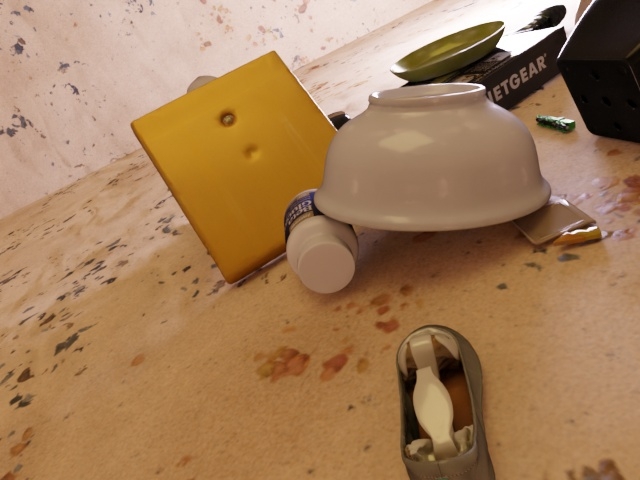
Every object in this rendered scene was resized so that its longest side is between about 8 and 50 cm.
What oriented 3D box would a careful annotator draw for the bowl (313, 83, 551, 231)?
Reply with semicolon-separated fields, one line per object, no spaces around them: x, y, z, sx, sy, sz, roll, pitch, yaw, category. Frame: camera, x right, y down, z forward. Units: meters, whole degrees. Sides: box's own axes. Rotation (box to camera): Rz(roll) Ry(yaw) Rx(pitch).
0.134;-0.121;0.701;0.297;0.134;0.298;-5;21;2;bowl

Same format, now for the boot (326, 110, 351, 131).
0.023;-0.190;1.155;0.198;0.077;0.137;-47;34;-15;boot

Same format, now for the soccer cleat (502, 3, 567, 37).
0.504;-0.492;1.311;0.178;0.060;0.072;-29;33;8;soccer cleat

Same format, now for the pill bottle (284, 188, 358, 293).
0.000;0.000;0.739;0.094;0.094;0.169;-24;24;5;pill bottle

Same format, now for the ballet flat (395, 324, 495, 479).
0.093;0.113;0.445;0.072;0.068;0.213;-20;24;13;ballet flat

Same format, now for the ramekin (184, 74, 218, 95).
-0.188;-0.175;1.098;0.127;0.273;0.272;-51;31;-20;ramekin

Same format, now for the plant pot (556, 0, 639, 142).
0.421;-0.225;0.702;0.167;0.188;0.187;-40;25;-1;plant pot

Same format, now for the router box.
0.293;-0.307;1.098;0.308;0.081;0.243;-35;25;-20;router box

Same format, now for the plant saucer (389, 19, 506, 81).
0.259;-0.377;1.129;0.240;0.037;0.241;-22;23;10;plant saucer

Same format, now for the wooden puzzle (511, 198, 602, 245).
0.259;-0.019;0.625;0.078;0.014;0.116;-16;25;10;wooden puzzle

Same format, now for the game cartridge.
-0.110;-0.131;0.914;0.285;0.324;0.053;-31;-16;-12;game cartridge

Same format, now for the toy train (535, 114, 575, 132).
0.359;-0.181;0.854;0.023;0.017;0.083;-17;23;-4;toy train

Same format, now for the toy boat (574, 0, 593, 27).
0.612;-0.469;1.084;0.231;0.151;0.151;-34;54;-18;toy boat
